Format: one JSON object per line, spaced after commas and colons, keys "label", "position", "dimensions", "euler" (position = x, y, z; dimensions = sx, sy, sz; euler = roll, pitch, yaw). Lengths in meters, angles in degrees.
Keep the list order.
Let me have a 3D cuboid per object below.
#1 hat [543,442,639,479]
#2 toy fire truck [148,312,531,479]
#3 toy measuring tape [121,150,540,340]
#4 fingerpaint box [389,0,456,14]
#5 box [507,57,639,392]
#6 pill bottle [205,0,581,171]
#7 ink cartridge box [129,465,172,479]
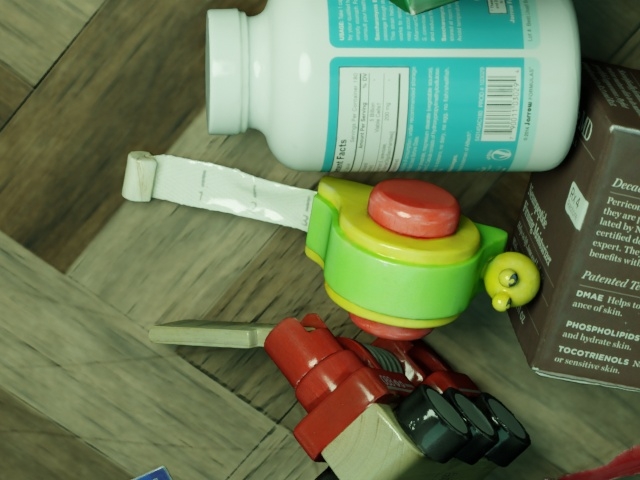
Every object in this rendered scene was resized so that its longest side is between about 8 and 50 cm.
{"label": "hat", "position": [0.318, 0.195, 1.557], "dimensions": [0.183, 0.208, 0.173], "euler": [-44, 89, -4]}
{"label": "toy fire truck", "position": [0.010, 0.116, 1.523], "dimensions": [0.158, 0.217, 0.246], "euler": [-44, 69, 13]}
{"label": "toy measuring tape", "position": [0.000, 0.000, 1.443], "dimensions": [0.330, 0.121, 0.121], "euler": [14, 112, 7]}
{"label": "fingerpaint box", "position": [0.149, -0.417, 1.244], "dimensions": [0.371, 0.163, 0.445], "euler": [-20, 105, -3]}
{"label": "box", "position": [0.251, -0.007, 1.479], "dimensions": [0.167, 0.168, 0.203], "euler": [11, 111, -9]}
{"label": "pill bottle", "position": [0.049, -0.123, 1.422], "dimensions": [0.264, 0.146, 0.146], "euler": [0, 113, -6]}
{"label": "ink cartridge box", "position": [-0.245, 0.328, 1.635], "dimensions": [0.333, 0.065, 0.165], "euler": [-25, 113, 5]}
